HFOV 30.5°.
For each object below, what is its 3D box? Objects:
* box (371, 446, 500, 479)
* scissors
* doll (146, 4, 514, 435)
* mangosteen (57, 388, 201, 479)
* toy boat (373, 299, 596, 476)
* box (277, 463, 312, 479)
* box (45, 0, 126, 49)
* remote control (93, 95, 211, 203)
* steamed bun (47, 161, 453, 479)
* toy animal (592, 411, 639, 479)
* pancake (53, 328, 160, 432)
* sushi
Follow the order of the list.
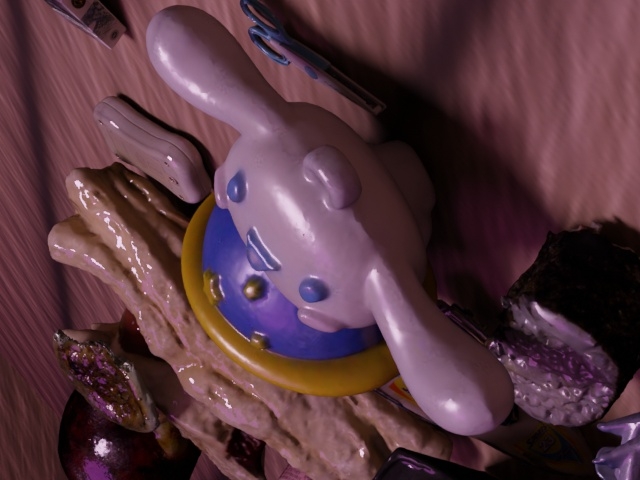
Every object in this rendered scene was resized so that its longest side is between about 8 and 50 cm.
[{"bbox_3d":[0.113,0.326,0.909,0.204,0.251,0.345,32,178,21],"label":"box"},{"bbox_3d":[-0.006,-0.113,0.747,0.119,0.014,0.058,38,163,22],"label":"scissors"},{"bbox_3d":[0.026,0.015,0.740,0.311,0.159,0.242,48,145,31],"label":"doll"},{"bbox_3d":[-0.254,0.281,1.715,0.265,0.228,0.228,-24,119,23],"label":"mangosteen"},{"bbox_3d":[0.130,0.118,0.865,0.210,0.084,0.066,35,-165,-19],"label":"toy boat"},{"bbox_3d":[0.015,0.290,1.313,0.151,0.135,0.151,35,158,16],"label":"box"},{"bbox_3d":[-0.190,-0.183,0.897,0.054,0.024,0.083,32,176,23],"label":"box"},{"bbox_3d":[-0.148,-0.081,1.037,0.122,0.032,0.074,32,158,27],"label":"remote control"},{"bbox_3d":[-0.104,0.120,1.134,0.428,0.189,0.247,40,174,-5],"label":"steamed bun"},{"bbox_3d":[0.225,0.181,0.679,0.255,0.239,0.176,-30,93,23],"label":"toy animal"},{"bbox_3d":[-0.197,0.136,1.097,0.129,0.022,0.116,7,130,45],"label":"pancake"},{"bbox_3d":[0.151,0.054,0.695,0.090,0.078,0.150,29,155,18],"label":"sushi"}]
